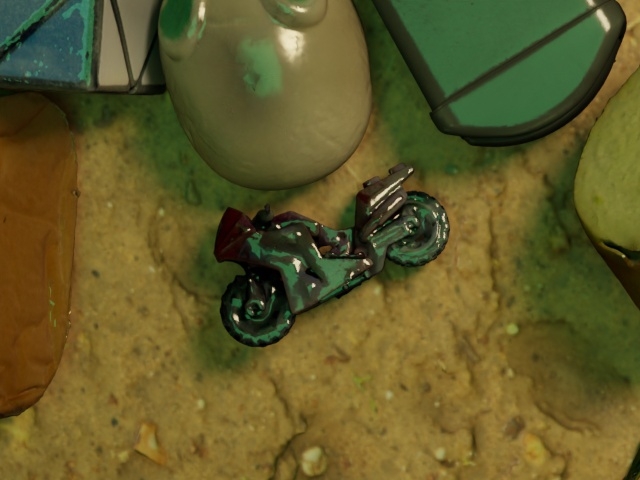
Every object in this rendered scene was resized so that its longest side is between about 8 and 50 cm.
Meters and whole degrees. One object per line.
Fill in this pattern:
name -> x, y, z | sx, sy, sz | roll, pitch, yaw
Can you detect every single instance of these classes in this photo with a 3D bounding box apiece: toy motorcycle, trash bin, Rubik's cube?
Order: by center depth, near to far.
trash bin -> 0.138, -0.195, 1.349 | 0.176, 0.101, 0.236 | -32, 86, 14
Rubik's cube -> -0.243, -0.227, 1.365 | 0.205, 0.207, 0.205 | 6, 95, 9
toy motorcycle -> 0.000, 0.000, 1.406 | 0.213, 0.082, 0.122 | -27, 89, 1

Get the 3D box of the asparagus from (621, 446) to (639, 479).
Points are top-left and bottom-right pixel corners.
asparagus -> 0.278, 0.169, 1.394 | 0.018, 0.015, 0.127 | 24, 99, 18

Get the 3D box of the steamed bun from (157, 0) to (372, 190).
steamed bun -> -0.051, -0.153, 1.373 | 0.177, 0.131, 0.228 | -9, 95, 13

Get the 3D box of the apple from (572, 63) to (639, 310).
apple -> 0.375, -0.060, 1.274 | 0.346, 0.179, 0.254 | -27, 102, 11

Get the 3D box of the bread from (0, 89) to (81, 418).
bread -> -0.321, 0.006, 1.412 | 0.156, 0.204, 0.288 | 4, 100, 21
